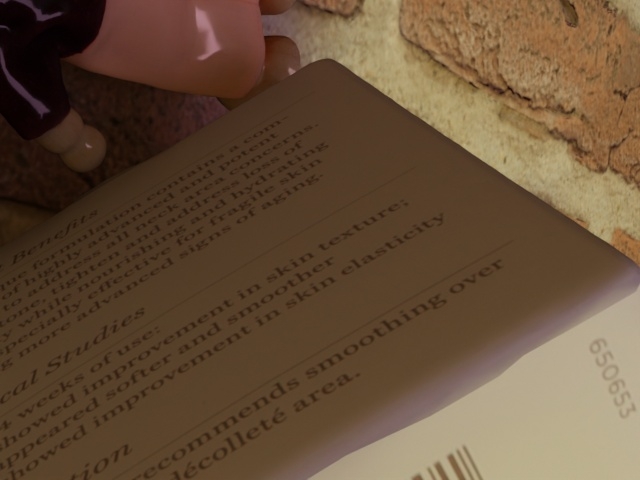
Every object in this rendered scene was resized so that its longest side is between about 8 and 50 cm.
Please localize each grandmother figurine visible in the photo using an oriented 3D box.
[{"bbox_3d":[-0.150,-0.145,0.807,0.342,0.104,0.207,7,74,-51],"label":"grandmother figurine"}]

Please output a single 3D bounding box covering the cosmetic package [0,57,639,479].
[{"bbox_3d":[-0.005,0.151,0.739,0.329,0.393,0.327,-31,116,-5],"label":"cosmetic package"}]
